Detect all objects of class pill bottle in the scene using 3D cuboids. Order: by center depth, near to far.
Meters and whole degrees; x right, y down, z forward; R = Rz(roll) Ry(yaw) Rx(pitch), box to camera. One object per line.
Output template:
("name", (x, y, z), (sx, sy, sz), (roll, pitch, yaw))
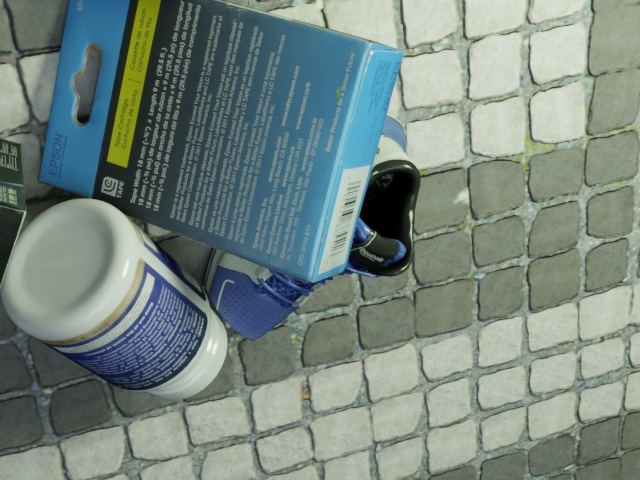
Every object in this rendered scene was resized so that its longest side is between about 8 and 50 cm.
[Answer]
("pill bottle", (-0.211, 0.077, 1.050), (0.153, 0.153, 0.264), (-35, 147, 2))

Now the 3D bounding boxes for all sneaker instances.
("sneaker", (0.001, -0.001, 1.103), (0.127, 0.182, 0.315), (36, 101, -29))

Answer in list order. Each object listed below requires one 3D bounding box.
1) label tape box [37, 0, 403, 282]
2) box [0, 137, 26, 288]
("label tape box", (-0.109, -0.126, 0.994), (0.334, 0.106, 0.240), (20, 105, 19))
("box", (-0.359, -0.013, 0.975), (0.078, 0.180, 0.147), (16, 111, -25))
